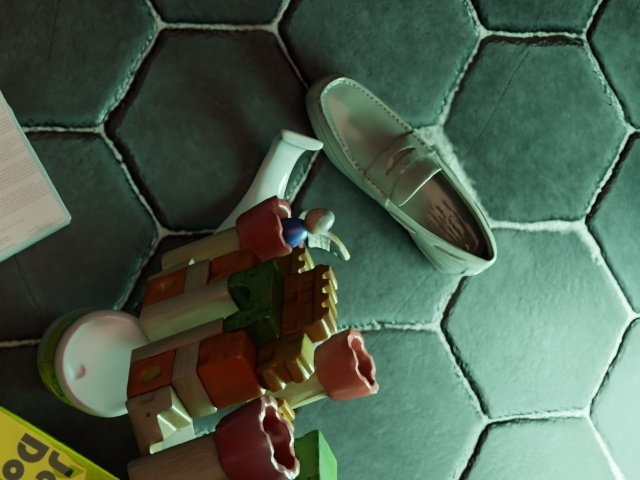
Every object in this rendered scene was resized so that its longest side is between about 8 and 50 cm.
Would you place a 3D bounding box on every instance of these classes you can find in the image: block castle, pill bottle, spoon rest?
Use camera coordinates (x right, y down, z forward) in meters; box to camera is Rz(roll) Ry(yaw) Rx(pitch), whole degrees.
[{"bbox_3d":[-0.037,0.177,1.613,0.213,0.453,0.303,-21,120,14],"label":"block castle"},{"bbox_3d":[-0.258,0.135,1.698,0.117,0.208,0.118,0,89,-19],"label":"pill bottle"},{"bbox_3d":[-0.074,-0.004,1.843,0.137,0.084,0.276,19,96,-16],"label":"spoon rest"}]

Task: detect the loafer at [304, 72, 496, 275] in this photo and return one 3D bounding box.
[{"bbox_3d":[0.109,-0.085,1.878,0.319,0.111,0.112,45,76,-13],"label":"loafer"}]

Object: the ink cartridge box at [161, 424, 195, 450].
[{"bbox_3d":[-0.175,0.274,1.787,0.052,0.088,0.122,-12,93,-19],"label":"ink cartridge box"}]

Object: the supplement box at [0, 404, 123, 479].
[{"bbox_3d":[-0.369,0.290,1.665,0.356,0.195,0.194,34,79,-16],"label":"supplement box"}]

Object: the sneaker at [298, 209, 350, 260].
[{"bbox_3d":[0.000,0.000,1.886,0.083,0.032,0.037,45,90,-8],"label":"sneaker"}]

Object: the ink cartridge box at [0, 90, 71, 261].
[{"bbox_3d":[-0.424,-0.079,1.729,0.189,0.066,0.232,-30,94,-17],"label":"ink cartridge box"}]
